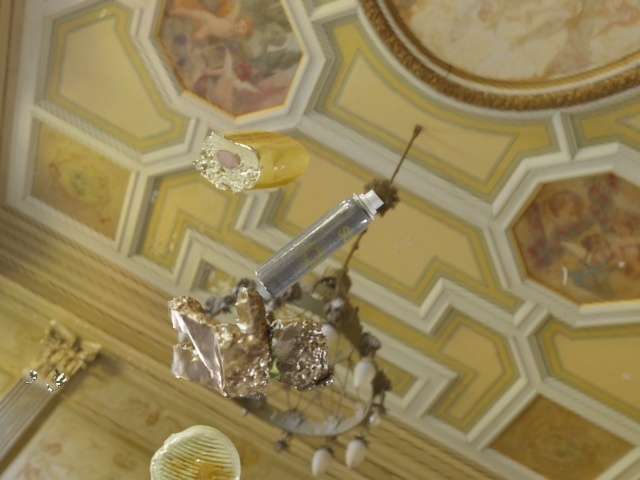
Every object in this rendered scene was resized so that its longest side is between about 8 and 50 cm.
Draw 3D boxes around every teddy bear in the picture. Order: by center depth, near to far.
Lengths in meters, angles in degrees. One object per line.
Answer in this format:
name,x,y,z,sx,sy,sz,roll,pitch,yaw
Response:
teddy bear,-0.141,0.196,1.516,0.296,0.222,0.246,24,-56,46

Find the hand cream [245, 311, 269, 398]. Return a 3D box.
hand cream,-0.156,0.268,1.819,0.067,0.043,0.210,12,-87,-17

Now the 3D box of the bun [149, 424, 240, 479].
bun,-0.330,0.613,2.045,0.243,0.244,0.153,28,-24,3

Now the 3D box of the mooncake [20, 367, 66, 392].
mooncake,-0.575,0.340,1.296,0.150,0.346,0.057,40,-23,41

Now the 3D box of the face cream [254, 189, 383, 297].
face cream,0.000,0.000,1.514,0.283,0.073,0.073,-38,-73,3

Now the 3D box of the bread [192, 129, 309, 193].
bread,-0.108,-0.131,1.292,0.134,0.173,0.085,25,-68,31
